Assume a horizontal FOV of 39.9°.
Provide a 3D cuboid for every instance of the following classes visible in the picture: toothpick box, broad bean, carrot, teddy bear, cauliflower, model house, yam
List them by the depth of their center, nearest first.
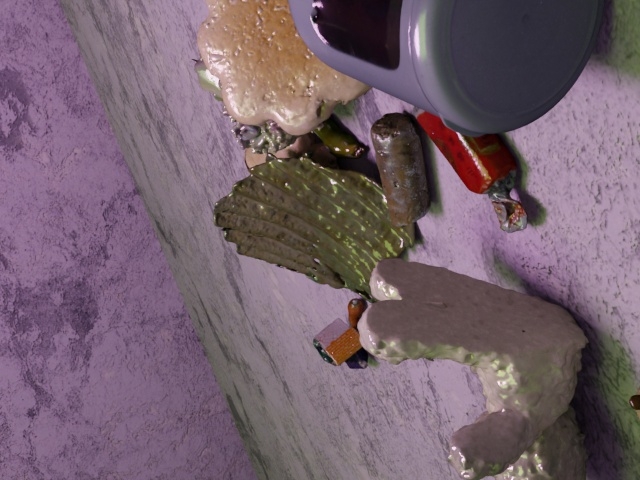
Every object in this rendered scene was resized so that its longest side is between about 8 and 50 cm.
[{"bbox_3d":[0.118,-0.272,0.990,0.354,0.263,0.263,35,147,51],"label":"toothpick box"},{"bbox_3d":[0.226,0.253,1.269,0.327,0.375,0.362,-71,-11,-61],"label":"teddy bear"},{"bbox_3d":[0.127,-0.108,1.369,0.078,0.078,0.179,34,145,51],"label":"yam"},{"bbox_3d":[-0.118,-0.275,1.471,0.315,0.239,0.257,10,125,31],"label":"cauliflower"},{"bbox_3d":[-0.009,-0.223,1.575,0.256,0.052,0.053,49,142,27],"label":"broad bean"},{"bbox_3d":[0.074,0.155,1.881,0.035,0.035,0.142,53,165,22],"label":"carrot"},{"bbox_3d":[0.054,0.245,1.939,0.100,0.087,0.101,37,162,51],"label":"model house"}]

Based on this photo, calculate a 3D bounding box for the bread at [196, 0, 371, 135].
[{"bbox_3d":[-0.043,-0.309,1.266,0.316,0.316,0.054,60,-162,6],"label":"bread"}]

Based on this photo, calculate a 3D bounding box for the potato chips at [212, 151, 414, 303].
[{"bbox_3d":[-0.007,-0.002,1.630,0.389,0.097,0.373,18,145,17],"label":"potato chips"}]

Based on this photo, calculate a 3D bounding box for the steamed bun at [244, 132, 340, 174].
[{"bbox_3d":[-0.042,-0.156,1.664,0.177,0.106,0.192,41,146,8],"label":"steamed bun"}]

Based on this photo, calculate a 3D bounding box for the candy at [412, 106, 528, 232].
[{"bbox_3d":[0.196,-0.138,1.192,0.292,0.059,0.086,58,158,9],"label":"candy"}]

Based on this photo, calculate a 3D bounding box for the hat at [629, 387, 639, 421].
[{"bbox_3d":[0.424,0.214,1.097,0.076,0.059,0.077,-18,95,64],"label":"hat"}]
